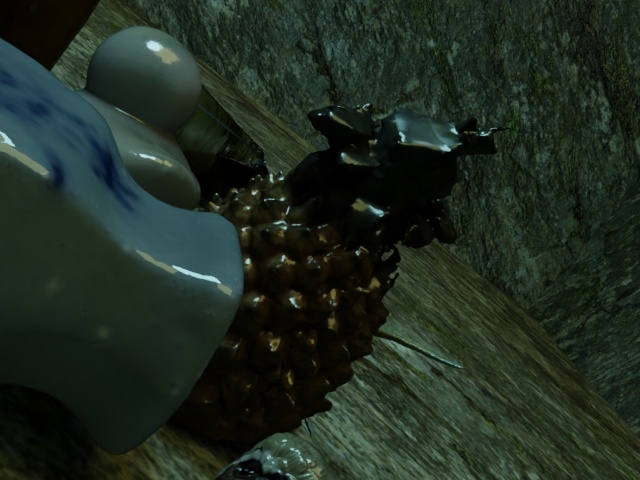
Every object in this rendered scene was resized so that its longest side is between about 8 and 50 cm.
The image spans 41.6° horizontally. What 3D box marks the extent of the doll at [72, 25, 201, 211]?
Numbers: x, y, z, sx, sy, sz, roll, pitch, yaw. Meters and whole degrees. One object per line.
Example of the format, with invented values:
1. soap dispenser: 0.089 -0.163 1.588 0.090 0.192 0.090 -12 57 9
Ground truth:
1. doll: -0.212 -0.133 0.969 0.221 0.221 0.251 30 16 -41

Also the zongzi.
1. zongzi: -0.211 -0.120 1.231 0.286 0.138 0.300 47 26 -22

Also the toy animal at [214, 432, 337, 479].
1. toy animal: -0.036 0.196 0.589 0.098 0.137 0.098 8 47 -8

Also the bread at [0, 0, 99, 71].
1. bread: -0.347 -0.229 0.841 0.184 0.234 0.110 31 11 -35

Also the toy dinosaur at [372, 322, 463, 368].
1. toy dinosaur: 0.023 0.083 1.194 0.393 0.092 0.205 41 11 4

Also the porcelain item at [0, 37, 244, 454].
1. porcelain item: -0.252 -0.036 0.509 0.405 0.178 0.242 32 14 -18

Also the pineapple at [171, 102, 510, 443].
1. pineapple: -0.001 -0.001 0.736 0.223 0.357 0.223 41 11 -9
